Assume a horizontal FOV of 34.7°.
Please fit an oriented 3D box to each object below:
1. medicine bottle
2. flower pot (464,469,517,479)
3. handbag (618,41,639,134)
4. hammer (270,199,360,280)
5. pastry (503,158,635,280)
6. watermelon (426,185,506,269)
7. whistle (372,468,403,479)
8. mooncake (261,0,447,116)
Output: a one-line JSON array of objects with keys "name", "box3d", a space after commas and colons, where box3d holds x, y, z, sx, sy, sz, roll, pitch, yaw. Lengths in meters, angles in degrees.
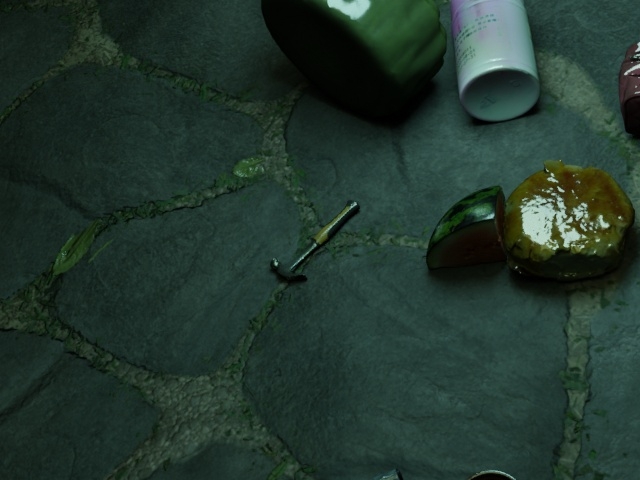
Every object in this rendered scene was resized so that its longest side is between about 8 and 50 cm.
[{"name": "medicine bottle", "box3d": [0.332, -0.370, 1.964, 0.152, 0.152, 0.253, -10, 53, 14]}, {"name": "flower pot", "box3d": [0.252, 0.402, 1.487, 0.111, 0.089, 0.111, -10, 53, 13]}, {"name": "handbag", "box3d": [0.635, -0.267, 1.780, 0.225, 0.146, 0.135, 1, 63, 21]}, {"name": "hammer", "box3d": [0.000, 0.000, 1.912, 0.201, 0.021, 0.078, -43, 53, -11]}, {"name": "pastry", "box3d": [0.409, -0.026, 1.724, 0.229, 0.100, 0.218, -33, 55, -10]}, {"name": "watermelon", "box3d": [0.267, -0.039, 1.785, 0.193, 0.137, 0.145, -40, 36, 49]}, {"name": "whistle", "box3d": [0.048, 0.405, 1.600, 0.177, 0.033, 0.033, -25, 51, 2]}, {"name": "mooncake", "box3d": [0.069, -0.414, 1.969, 0.356, 0.356, 0.194, 30, 73, 34]}]
